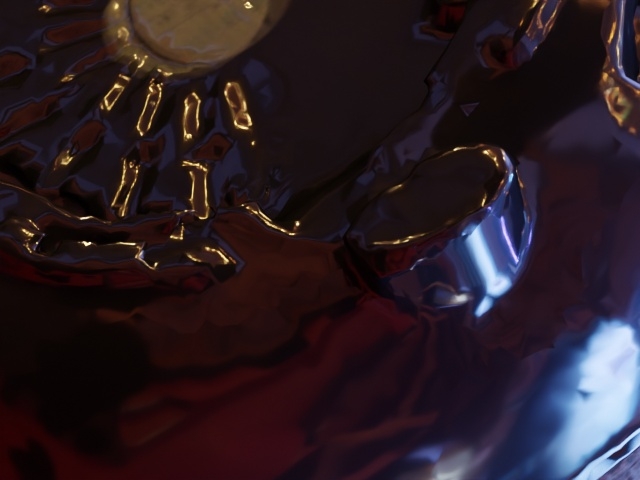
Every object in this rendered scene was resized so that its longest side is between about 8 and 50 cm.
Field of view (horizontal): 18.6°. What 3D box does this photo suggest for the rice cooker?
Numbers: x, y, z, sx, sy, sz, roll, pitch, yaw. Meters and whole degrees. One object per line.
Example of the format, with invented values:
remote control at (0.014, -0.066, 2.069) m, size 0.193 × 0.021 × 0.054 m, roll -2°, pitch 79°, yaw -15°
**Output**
rice cooker at (0.000, 0.000, 0.485) m, size 0.267 × 0.267 × 0.224 m, roll 10°, pitch -30°, yaw 20°
